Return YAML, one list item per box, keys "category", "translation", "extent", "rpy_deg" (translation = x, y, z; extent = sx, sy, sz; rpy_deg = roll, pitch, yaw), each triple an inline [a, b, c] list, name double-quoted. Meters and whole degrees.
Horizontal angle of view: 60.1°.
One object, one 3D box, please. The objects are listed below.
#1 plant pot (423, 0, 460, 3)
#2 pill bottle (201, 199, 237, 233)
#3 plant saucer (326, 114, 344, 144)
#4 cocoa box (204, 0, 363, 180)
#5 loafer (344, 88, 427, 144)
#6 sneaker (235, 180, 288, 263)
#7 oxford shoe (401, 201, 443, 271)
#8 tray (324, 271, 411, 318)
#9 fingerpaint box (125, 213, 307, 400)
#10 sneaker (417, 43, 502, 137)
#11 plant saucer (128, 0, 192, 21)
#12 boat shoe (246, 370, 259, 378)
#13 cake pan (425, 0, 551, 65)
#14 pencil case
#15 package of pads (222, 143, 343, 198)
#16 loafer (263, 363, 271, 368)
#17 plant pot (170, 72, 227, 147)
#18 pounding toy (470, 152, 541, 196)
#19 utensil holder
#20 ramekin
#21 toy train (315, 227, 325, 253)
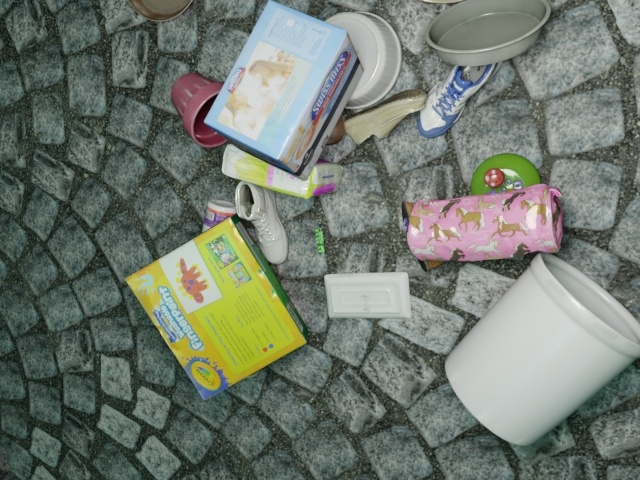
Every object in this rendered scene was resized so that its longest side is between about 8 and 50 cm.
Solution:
- category: "plant pot"
  translation: [0.304, -0.779, 1.363]
  extent: [0.257, 0.256, 0.273]
  rpy_deg: [13, 88, 20]
- category: "pill bottle"
  translation: [-0.333, -0.029, 1.814]
  extent: [0.108, 0.108, 0.193]
  rpy_deg: [19, 107, 18]
- category: "plant saucer"
  translation: [-0.021, -0.352, 1.604]
  extent: [0.199, 0.036, 0.198]
  rpy_deg: [30, 149, 20]
- category: "cocoa box"
  translation: [-0.083, -0.368, 1.395]
  extent: [0.232, 0.228, 0.346]
  rpy_deg: [29, 91, 16]
- category: "loafer"
  translation: [0.186, -0.343, 1.552]
  extent: [0.269, 0.102, 0.092]
  rpy_deg: [-13, 115, 38]
- category: "sneaker"
  translation: [-0.192, -0.053, 1.721]
  extent: [0.108, 0.169, 0.292]
  rpy_deg: [-11, 97, 22]
- category: "oxford shoe"
  translation: [0.293, -0.020, 1.593]
  extent: [0.076, 0.076, 0.212]
  rpy_deg: [-23, 88, -6]
- category: "tray"
  translation: [0.139, 0.173, 1.701]
  extent: [0.271, 0.030, 0.145]
  rpy_deg: [-3, 99, 23]
- category: "fingerpaint box"
  translation: [-0.309, 0.200, 1.715]
  extent: [0.371, 0.163, 0.444]
  rpy_deg: [-31, 97, 4]
- category: "sneaker"
  translation: [0.351, -0.399, 1.455]
  extent: [0.112, 0.131, 0.296]
  rpy_deg: [41, 113, 9]
- category: "plant saucer"
  translation: [-0.500, -0.859, 1.764]
  extent: [0.311, 0.050, 0.310]
  rpy_deg: [4, 102, 22]
- category: "boat shoe"
  translation: [-0.323, 0.398, 1.900]
  extent: [0.255, 0.095, 0.079]
  rpy_deg: [16, 117, 28]
- category: "cake pan"
  translation: [0.407, -0.517, 1.353]
  extent: [0.294, 0.293, 0.054]
  rpy_deg: [-3, 135, 23]
- category: "pencil case"
  translation: [0.411, -0.040, 1.396]
  extent: [0.387, 0.160, 0.167]
  rpy_deg: [-5, 139, 34]
- category: "package of pads"
  translation: [-0.111, -0.209, 1.625]
  extent: [0.297, 0.229, 0.101]
  rpy_deg: [17, 106, 19]
- category: "loafer"
  translation: [-0.252, 0.290, 1.864]
  extent: [0.109, 0.095, 0.302]
  rpy_deg: [-32, 91, -6]
- category: "plant pot"
  translation: [-0.364, -0.422, 1.721]
  extent: [0.180, 0.201, 0.201]
  rpy_deg: [44, 113, 26]
- category: "pounding toy"
  translation: [0.477, -0.113, 1.466]
  extent: [0.183, 0.110, 0.236]
  rpy_deg: [22, 107, 18]
- category: "utensil holder"
  translation: [0.551, 0.274, 1.395]
  extent: [0.328, 0.328, 0.385]
  rpy_deg: [41, 115, 11]
- category: "ramekin"
  translation: [0.082, -0.506, 1.546]
  extent: [0.273, 0.127, 0.272]
  rpy_deg: [5, 102, 23]
- category: "toy train"
  translation: [0.000, 0.000, 1.733]
  extent: [0.024, 0.017, 0.083]
  rpy_deg: [-7, 97, 13]
